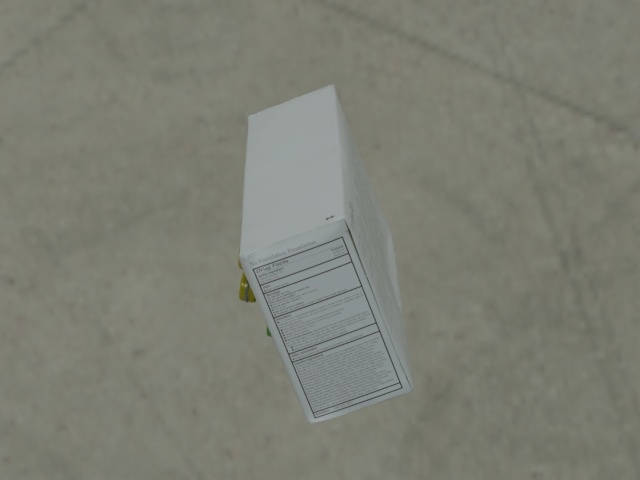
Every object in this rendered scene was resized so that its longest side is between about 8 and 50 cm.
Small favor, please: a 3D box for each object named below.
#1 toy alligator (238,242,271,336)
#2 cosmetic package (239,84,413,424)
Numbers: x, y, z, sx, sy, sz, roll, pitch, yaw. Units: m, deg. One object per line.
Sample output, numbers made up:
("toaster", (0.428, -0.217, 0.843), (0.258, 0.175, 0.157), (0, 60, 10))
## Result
("toy alligator", (-0.022, -0.003, 1.334), (0.056, 0.189, 0.051), (11, 54, 6))
("cosmetic package", (0.000, 0.000, 1.059), (0.060, 0.098, 0.239), (-18, 18, 5))
